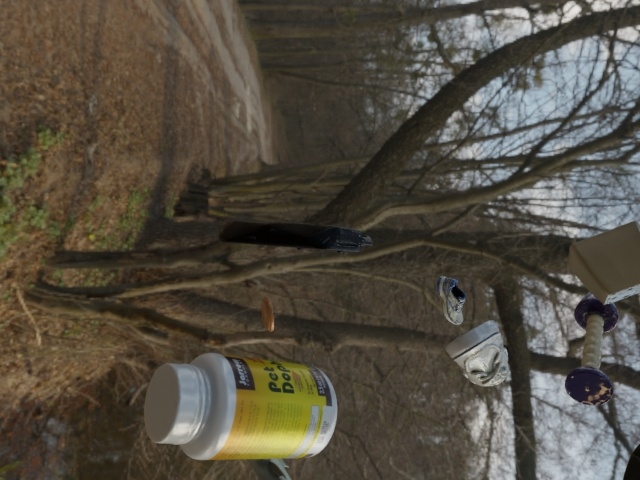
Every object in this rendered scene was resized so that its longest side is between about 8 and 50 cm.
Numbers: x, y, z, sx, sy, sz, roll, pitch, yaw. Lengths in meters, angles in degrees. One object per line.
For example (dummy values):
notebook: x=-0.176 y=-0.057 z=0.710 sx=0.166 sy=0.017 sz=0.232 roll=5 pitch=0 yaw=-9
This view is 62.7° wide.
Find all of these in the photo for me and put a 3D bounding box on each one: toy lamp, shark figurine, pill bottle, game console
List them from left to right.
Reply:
pill bottle: x=-0.092 y=0.199 z=0.629 sx=0.117 sy=0.215 sz=0.117 roll=-22 pitch=-120 yaw=44
shark figurine: x=-0.101 y=0.569 z=1.163 sx=0.278 sy=0.116 sz=0.166 roll=46 pitch=-11 yaw=40
game console: x=0.000 y=0.000 z=0.968 sx=0.361 sy=0.213 sz=0.044 roll=5 pitch=89 yaw=-61
toy lamp: x=0.494 y=0.178 z=0.947 sx=0.274 sy=0.080 sz=0.080 roll=-46 pitch=143 yaw=-52

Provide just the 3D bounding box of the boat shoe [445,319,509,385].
boat shoe: x=0.284 y=0.210 z=0.916 sx=0.088 sy=0.096 sz=0.267 roll=60 pitch=3 yaw=27

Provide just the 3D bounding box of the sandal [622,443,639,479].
sandal: x=0.391 y=0.381 z=0.616 sx=0.120 sy=0.086 sz=0.303 roll=22 pitch=-98 yaw=50

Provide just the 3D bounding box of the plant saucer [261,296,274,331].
plant saucer: x=-0.128 y=0.177 z=1.258 sx=0.083 sy=0.013 sz=0.083 roll=173 pitch=-90 yaw=-72

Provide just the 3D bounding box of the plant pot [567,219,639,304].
plant pot: x=0.490 y=0.046 z=0.879 sx=0.109 sy=0.109 sz=0.096 roll=42 pitch=28 yaw=-61

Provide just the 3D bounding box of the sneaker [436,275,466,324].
sneaker: x=0.334 y=0.152 z=1.305 sx=0.052 sy=0.058 sz=0.135 roll=-40 pitch=114 yaw=-40
